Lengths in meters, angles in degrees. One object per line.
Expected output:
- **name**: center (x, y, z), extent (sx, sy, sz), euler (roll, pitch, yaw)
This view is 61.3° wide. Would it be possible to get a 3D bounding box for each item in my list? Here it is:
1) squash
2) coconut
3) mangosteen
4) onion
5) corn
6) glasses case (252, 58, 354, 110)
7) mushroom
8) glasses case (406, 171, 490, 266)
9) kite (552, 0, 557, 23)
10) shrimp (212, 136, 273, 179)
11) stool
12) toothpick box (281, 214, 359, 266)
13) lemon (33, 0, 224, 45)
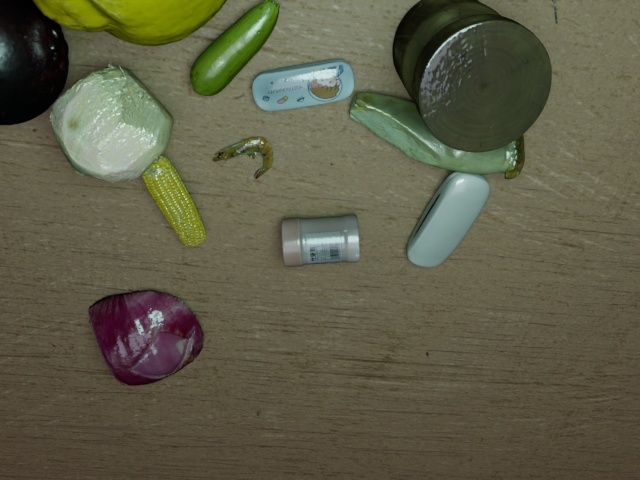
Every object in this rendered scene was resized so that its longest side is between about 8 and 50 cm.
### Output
- **squash**: center (-0.143, -0.320, 0.896), extent (0.201, 0.066, 0.066), euler (-42, 114, 18)
- **coconut**: center (-0.354, -0.184, 0.910), extent (0.194, 0.194, 0.194), euler (-1, 122, -1)
- **mangosteen**: center (-0.523, -0.286, 0.812), extent (0.265, 0.228, 0.228), euler (-4, 122, -4)
- **onion**: center (-0.394, 0.239, 1.211), extent (0.247, 0.111, 0.250), euler (-9, 120, 6)
- **corn**: center (-0.281, -0.075, 1.042), extent (0.067, 0.067, 0.206), euler (-16, 122, 8)
- **glasses case**: center (-0.030, -0.270, 0.942), extent (0.178, 0.045, 0.067), euler (-9, 122, 3)
- **mushroom**: center (0.214, -0.185, 0.974), extent (0.333, 0.107, 0.087), euler (11, 165, -9)
- **glasses case**: center (0.251, -0.038, 1.080), extent (0.092, 0.059, 0.233), euler (12, 127, -15)
- **kite**: center (0.383, -0.402, 0.899), extent (0.044, 0.002, 0.078), euler (1, 121, -2)
- **shrimp**: center (-0.144, -0.150, 1.027), extent (0.114, 0.023, 0.083), euler (-16, 124, 4)
- **stool**: center (0.214, -0.266, 0.824), extent (0.179, 0.264, 0.179), euler (0, 122, -1)
- **toothpick box**: center (0.000, 0.000, 1.079), extent (0.149, 0.098, 0.098), euler (-4, 122, 0)
- **lemon**: center (-0.241, -0.422, 0.681), extent (0.348, 0.348, 0.348), euler (-1, 122, -1)
